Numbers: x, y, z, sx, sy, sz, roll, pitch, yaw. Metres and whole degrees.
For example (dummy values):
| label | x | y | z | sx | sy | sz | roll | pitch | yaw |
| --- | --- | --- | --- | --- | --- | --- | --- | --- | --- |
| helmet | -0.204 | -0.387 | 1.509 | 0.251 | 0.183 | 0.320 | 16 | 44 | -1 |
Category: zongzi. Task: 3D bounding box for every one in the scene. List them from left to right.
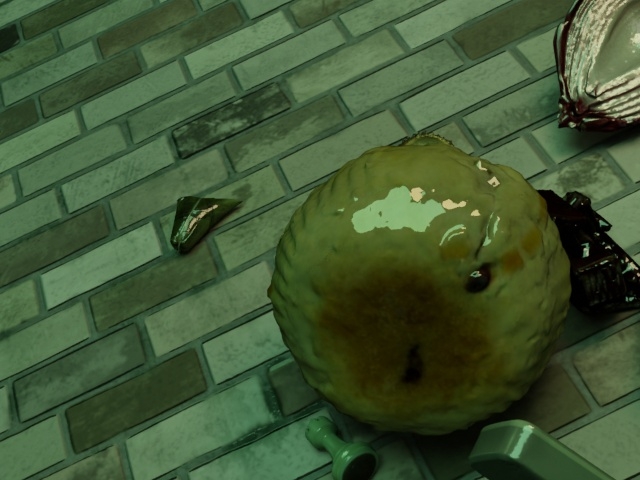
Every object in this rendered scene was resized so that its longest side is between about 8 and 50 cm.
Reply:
| label | x | y | z | sx | sy | sz | roll | pitch | yaw |
| --- | --- | --- | --- | --- | --- | --- | --- | --- | --- |
| zongzi | -0.194 | -0.027 | 1.614 | 0.113 | 0.052 | 0.104 | 2 | 61 | 5 |

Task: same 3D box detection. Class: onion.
| label | x | y | z | sx | sy | sz | roll | pitch | yaw |
| --- | --- | --- | --- | --- | --- | --- | --- | --- | --- |
| onion | 0.465 | -0.275 | 1.503 | 0.227 | 0.120 | 0.283 | 42 | 87 | 9 |

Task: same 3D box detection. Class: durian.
| label | x | y | z | sx | sy | sz | roll | pitch | yaw |
| --- | --- | --- | --- | --- | --- | --- | --- | --- | --- |
| durian | 0.170 | -0.149 | 1.588 | 0.130 | 0.052 | 0.066 | -2 | 91 | 22 |

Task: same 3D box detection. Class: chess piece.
| label | x | y | z | sx | sy | sz | roll | pitch | yaw |
| --- | --- | --- | --- | --- | --- | --- | --- | --- | --- |
| chess piece | 0.023 | 0.281 | 1.279 | 0.067 | 0.067 | 0.103 | -40 | 43 | -13 |

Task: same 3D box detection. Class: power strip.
| label | x | y | z | sx | sy | sz | roll | pitch | yaw |
| --- | --- | --- | --- | --- | --- | --- | --- | --- | --- |
| power strip | 0.287 | 0.301 | 1.083 | 0.265 | 0.193 | 0.059 | 35 | 68 | -2 |

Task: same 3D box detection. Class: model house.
| label | x | y | z | sx | sy | sz | roll | pitch | yaw |
| --- | --- | --- | --- | --- | --- | --- | --- | --- | --- |
| model house | 0.357 | 0.006 | 1.307 | 0.141 | 0.164 | 0.203 | -41 | 53 | -8 |

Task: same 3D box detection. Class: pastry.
| label | x | y | z | sx | sy | sz | roll | pitch | yaw |
| --- | --- | --- | --- | --- | --- | --- | --- | --- | --- |
| pastry | 0.130 | 0.053 | 1.228 | 0.389 | 0.388 | 0.312 | -11 | 17 | 12 |
